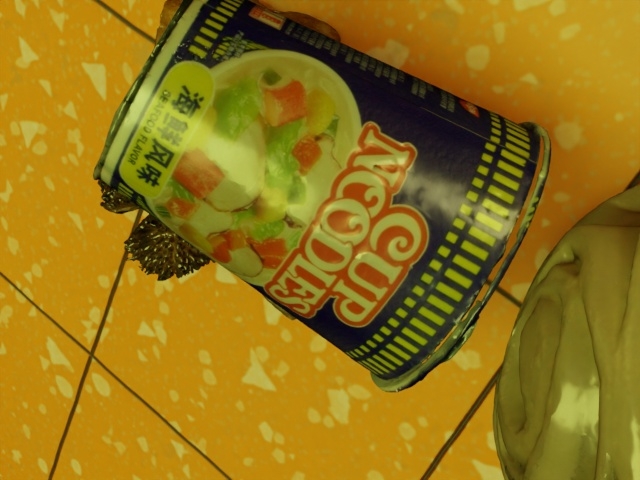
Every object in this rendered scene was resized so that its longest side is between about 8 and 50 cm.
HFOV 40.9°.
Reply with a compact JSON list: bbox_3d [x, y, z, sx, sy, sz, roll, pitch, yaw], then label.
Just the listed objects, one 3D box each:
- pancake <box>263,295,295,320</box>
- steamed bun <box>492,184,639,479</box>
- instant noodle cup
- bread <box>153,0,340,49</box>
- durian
[{"bbox_3d":[0.000,0.000,0.984,0.235,0.029,0.212,8,111,31],"label":"pancake"},{"bbox_3d":[0.257,0.123,0.642,0.367,0.255,0.342,-162,70,-76],"label":"steamed bun"},{"bbox_3d":[-0.011,-0.061,0.746,0.312,0.284,0.284,30,125,-9],"label":"instant noodle cup"},{"bbox_3d":[-0.084,-0.171,0.911,0.143,0.149,0.158,30,127,24],"label":"bread"},{"bbox_3d":[-0.174,-0.047,0.988,0.196,0.167,0.196,42,170,10],"label":"durian"}]
